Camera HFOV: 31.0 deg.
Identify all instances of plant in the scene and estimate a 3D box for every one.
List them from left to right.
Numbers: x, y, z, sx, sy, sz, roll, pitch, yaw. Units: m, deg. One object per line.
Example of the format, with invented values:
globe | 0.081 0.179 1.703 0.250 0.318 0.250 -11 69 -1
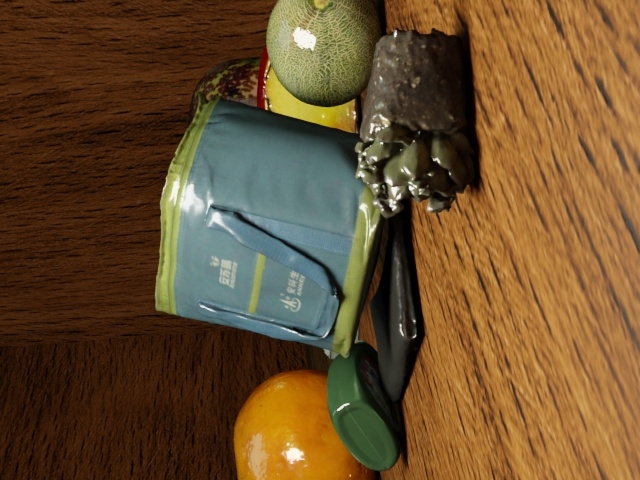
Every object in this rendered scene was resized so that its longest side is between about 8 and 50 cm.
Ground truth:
plant | 0.071 -0.088 0.887 0.092 0.095 0.143 175 95 -76

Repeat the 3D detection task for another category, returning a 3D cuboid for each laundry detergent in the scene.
laundry detergent | 0.058 0.198 1.491 0.137 0.063 0.211 54 -166 -19

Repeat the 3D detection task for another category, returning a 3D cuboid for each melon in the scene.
melon | 0.005 -0.236 1.360 0.192 0.139 0.139 83 -179 -62

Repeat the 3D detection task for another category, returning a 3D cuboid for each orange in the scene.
orange | -0.023 0.346 1.844 0.284 0.226 0.283 170 90 -90

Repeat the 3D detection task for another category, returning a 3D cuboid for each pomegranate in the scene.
pomegranate | -0.076 -0.203 1.974 0.341 0.285 0.284 147 121 -60

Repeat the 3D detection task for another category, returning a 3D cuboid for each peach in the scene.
peach | -0.015 -0.198 1.725 0.154 0.159 0.267 -19 -77 -88

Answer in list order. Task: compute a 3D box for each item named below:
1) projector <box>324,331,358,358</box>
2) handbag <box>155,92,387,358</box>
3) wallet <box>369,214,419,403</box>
projector | 0.031 0.122 2.009 0.147 0.061 0.115 92 175 -52
handbag | -0.050 -0.015 1.320 0.222 0.241 0.263 -75 -6 -48
wallet | 0.085 0.089 1.345 0.285 0.030 0.146 91 171 -67
